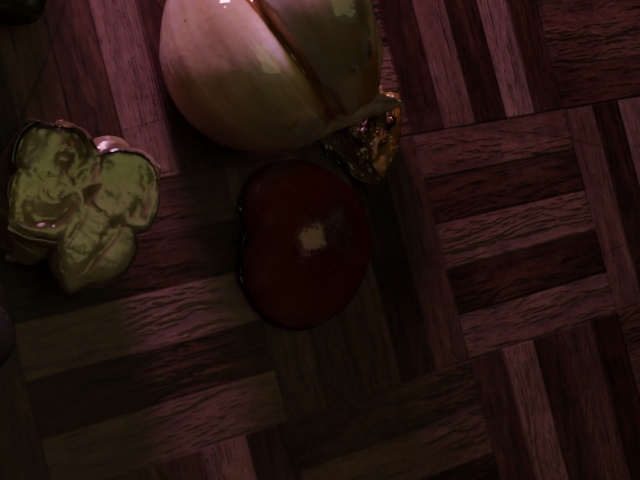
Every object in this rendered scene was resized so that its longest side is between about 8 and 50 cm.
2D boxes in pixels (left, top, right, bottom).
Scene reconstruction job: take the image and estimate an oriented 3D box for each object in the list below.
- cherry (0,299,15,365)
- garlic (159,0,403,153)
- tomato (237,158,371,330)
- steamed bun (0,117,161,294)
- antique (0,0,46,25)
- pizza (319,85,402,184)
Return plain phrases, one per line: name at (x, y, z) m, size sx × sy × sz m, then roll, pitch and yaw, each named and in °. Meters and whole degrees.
cherry at (-0.412, 0.101, 1.375) m, size 0.188 × 0.115 × 0.148 m, roll -23°, pitch 114°, yaw -32°
garlic at (-0.054, -0.268, 1.666) m, size 0.313 × 0.286 × 0.249 m, roll 65°, pitch 23°, yaw -2°
tomato at (0.000, 0.000, 1.708) m, size 0.199 × 0.112 × 0.228 m, roll 4°, pitch 80°, yaw -38°
steamed bun at (-0.283, -0.036, 1.508) m, size 0.178 × 0.106 × 0.192 m, roll 11°, pitch 86°, yaw -21°
antique at (-0.356, -0.361, 1.538) m, size 0.081 × 0.080 × 0.220 m, roll 7°, pitch 76°, yaw -37°
pizza at (0.034, -0.180, 1.796) m, size 0.194 × 0.069 × 0.154 m, roll 28°, pitch 64°, yaw -28°
